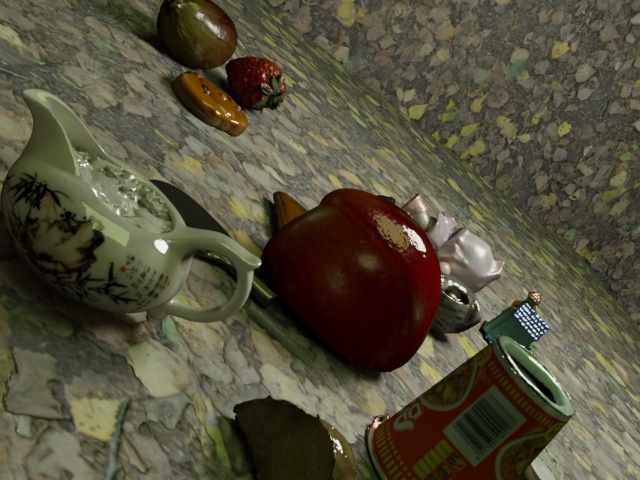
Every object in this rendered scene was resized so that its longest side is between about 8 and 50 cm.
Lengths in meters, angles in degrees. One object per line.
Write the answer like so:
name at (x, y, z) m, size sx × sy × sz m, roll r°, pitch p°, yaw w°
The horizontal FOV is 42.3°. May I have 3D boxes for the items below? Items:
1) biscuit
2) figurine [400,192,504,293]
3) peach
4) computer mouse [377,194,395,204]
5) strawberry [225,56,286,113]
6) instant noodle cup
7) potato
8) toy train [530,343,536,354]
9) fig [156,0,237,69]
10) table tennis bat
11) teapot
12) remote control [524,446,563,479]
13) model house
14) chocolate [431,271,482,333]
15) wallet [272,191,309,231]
biscuit at (-0.214, -0.280, 1.624) m, size 0.170 × 0.050 × 0.170 m, roll 38°, pitch 17°, yaw -14°
figurine at (0.283, 0.014, 1.864) m, size 0.276 × 0.133 × 0.200 m, roll 41°, pitch 21°, yaw -3°
peach at (0.063, 0.060, 1.221) m, size 0.274 × 0.245 × 0.248 m, roll 52°, pitch 45°, yaw -5°
computer mouse at (0.133, -0.080, 1.846) m, size 0.079 × 0.047 × 0.135 m, roll -2°, pitch 10°, yaw 5°
strawberry at (-0.142, -0.357, 1.842) m, size 0.131 × 0.131 × 0.148 m, roll 20°, pitch 36°, yaw -50°
instant noodle cup at (0.194, 0.232, 1.032) m, size 0.193 × 0.212 × 0.193 m, roll 38°, pitch 18°, yaw -14°
potato at (-0.009, 0.220, 0.832) m, size 0.089 × 0.100 × 0.172 m, roll 33°, pitch 16°, yaw -41°
toy train at (0.465, 0.230, 1.913) m, size 0.053 × 0.033 × 0.083 m, roll 42°, pitch 17°, yaw -19°
fig at (-0.275, -0.452, 1.711) m, size 0.170 × 0.145 × 0.274 m, roll 46°, pitch 3°, yaw 12°
table tennis bat at (-0.155, -0.001, 1.151) m, size 0.246 × 0.022 × 0.138 m, roll 44°, pitch 17°, yaw 8°
teapot at (-0.207, -0.014, 0.865) m, size 0.300 × 0.166 × 0.208 m, roll 30°, pitch 7°, yaw -7°
remote control at (0.361, 0.371, 1.353) m, size 0.073 × 0.044 × 0.229 m, roll 50°, pitch 11°, yaw 13°
model house at (0.442, 0.179, 1.792) m, size 0.119 × 0.148 × 0.148 m, roll 46°, pitch 20°, yaw 9°
chocolate at (0.196, 0.094, 1.546) m, size 0.248 × 0.110 × 0.110 m, roll 37°, pitch 19°, yaw -18°
wallet at (-0.002, 0.003, 1.443) m, size 0.195 × 0.042 × 0.161 m, roll 34°, pitch 15°, yaw -20°
